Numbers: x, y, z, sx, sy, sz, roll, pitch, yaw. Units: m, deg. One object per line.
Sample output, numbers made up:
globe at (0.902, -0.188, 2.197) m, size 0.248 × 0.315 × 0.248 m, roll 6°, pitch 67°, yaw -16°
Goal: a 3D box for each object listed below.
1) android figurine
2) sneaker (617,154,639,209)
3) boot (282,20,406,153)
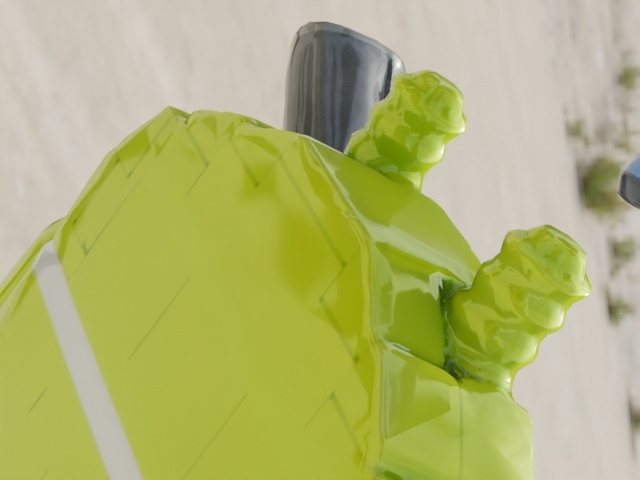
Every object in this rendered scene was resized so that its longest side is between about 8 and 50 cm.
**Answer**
android figurine at (-0.045, 0.083, 0.419) m, size 0.056 × 0.273 × 0.248 m, roll 26°, pitch 19°, yaw -35°
sneaker at (0.227, -0.029, 0.766) m, size 0.069 × 0.209 × 0.082 m, roll -107°, pitch -154°, yaw -75°
boot at (-0.002, -0.001, 0.852) m, size 0.189 × 0.076 × 0.209 m, roll 52°, pitch 48°, yaw -73°
